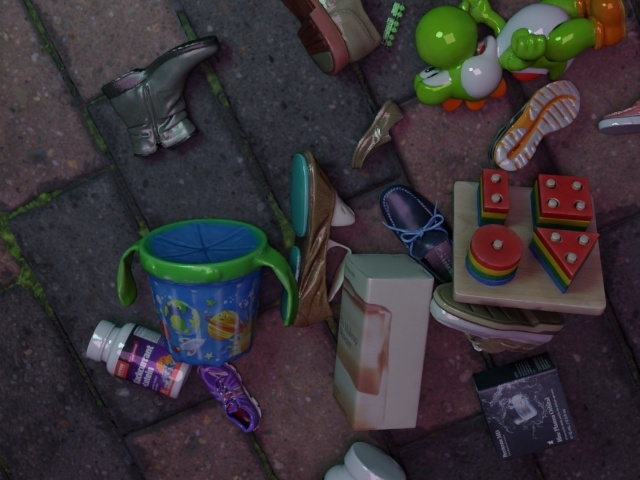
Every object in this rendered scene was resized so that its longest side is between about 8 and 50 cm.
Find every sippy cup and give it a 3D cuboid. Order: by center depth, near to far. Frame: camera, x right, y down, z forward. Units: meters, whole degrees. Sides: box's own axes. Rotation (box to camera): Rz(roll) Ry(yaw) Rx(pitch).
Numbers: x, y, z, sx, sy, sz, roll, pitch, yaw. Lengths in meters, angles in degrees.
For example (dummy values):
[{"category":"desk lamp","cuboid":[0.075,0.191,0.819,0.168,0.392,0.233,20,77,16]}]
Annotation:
[{"category":"sippy cup","cuboid":[-0.209,0.102,1.568,0.240,0.305,0.224,-17,117,-35]}]

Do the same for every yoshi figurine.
[{"category":"yoshi figurine","cuboid":[0.316,-0.363,1.462,0.362,0.203,0.203,-24,84,10]}]

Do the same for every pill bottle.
[{"category":"pill bottle","cuboid":[-0.347,0.224,1.648,0.194,0.108,0.108,21,102,-2]},{"category":"pill bottle","cuboid":[0.049,0.540,1.672,0.153,0.153,0.264,30,101,-4]}]

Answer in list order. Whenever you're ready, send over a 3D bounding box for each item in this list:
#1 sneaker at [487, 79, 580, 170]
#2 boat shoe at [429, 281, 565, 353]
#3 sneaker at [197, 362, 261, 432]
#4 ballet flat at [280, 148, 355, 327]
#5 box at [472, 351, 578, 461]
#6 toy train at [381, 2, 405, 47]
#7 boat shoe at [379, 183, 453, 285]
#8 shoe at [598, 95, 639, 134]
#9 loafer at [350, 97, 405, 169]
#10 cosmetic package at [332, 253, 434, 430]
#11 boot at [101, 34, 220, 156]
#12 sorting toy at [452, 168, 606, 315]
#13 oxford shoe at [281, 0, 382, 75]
[{"category":"sneaker","cuboid":[0.380,-0.211,1.539,0.215,0.083,0.084,-42,99,-8]},{"category":"boat shoe","cuboid":[0.312,0.155,1.549,0.302,0.113,0.103,13,124,-31]},{"category":"sneaker","cuboid":[-0.177,0.306,1.675,0.068,0.071,0.170,-39,97,10]},{"category":"ballet flat","cuboid":[0.000,0.000,1.593,0.124,0.116,0.342,0,103,-18]},{"category":"box","cuboid":[0.394,0.321,1.640,0.158,0.093,0.155,-18,100,8]},{"category":"toy train","cuboid":[0.130,-0.391,1.542,0.024,0.017,0.083,22,102,8]},{"category":"boat shoe","cuboid":[0.211,-0.001,1.582,0.109,0.089,0.258,-44,97,10]},{"category":"shoe","cuboid":[0.591,-0.244,1.532,0.178,0.063,0.081,-7,79,16]},{"category":"loafer","cuboid":[0.105,-0.190,1.565,0.050,0.056,0.148,31,102,3]},{"category":"cosmetic package","cuboid":[0.111,0.185,1.575,0.129,0.153,0.296,1,105,-15]},{"category":"boot","cuboid":[-0.266,-0.263,1.567,0.247,0.083,0.161,-24,107,13]},{"category":"sorting toy","cuboid":[0.367,-0.010,1.492,0.257,0.255,0.089,5,144,1]},{"category":"oxford shoe","cuboid":[-0.011,-0.470,1.502,0.130,0.123,0.348,-29,99,-18]}]
